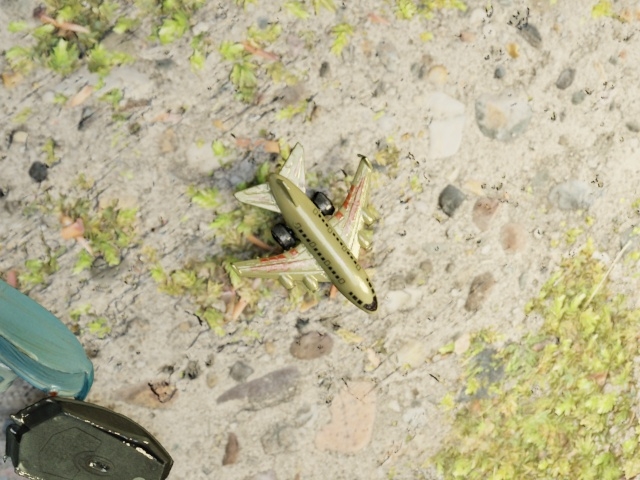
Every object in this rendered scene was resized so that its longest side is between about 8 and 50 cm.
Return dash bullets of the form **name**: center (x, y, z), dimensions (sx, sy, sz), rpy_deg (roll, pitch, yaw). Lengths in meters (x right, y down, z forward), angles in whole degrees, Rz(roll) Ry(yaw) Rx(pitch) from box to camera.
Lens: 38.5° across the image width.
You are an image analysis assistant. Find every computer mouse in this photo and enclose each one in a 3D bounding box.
- **computer mouse**: center (-0.295, 0.262, 1.174), dimensions (0.231, 0.071, 0.126), rpy_deg (28, 111, -26)

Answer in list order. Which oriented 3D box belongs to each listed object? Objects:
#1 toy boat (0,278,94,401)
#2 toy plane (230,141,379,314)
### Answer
- **toy boat**: center (-0.374, 0.134, 1.134), dimensions (0.215, 0.088, 0.102), rpy_deg (40, 122, -21)
- **toy plane**: center (0.000, 0.000, 1.206), dimensions (0.229, 0.092, 0.244), rpy_deg (-39, 110, -8)
